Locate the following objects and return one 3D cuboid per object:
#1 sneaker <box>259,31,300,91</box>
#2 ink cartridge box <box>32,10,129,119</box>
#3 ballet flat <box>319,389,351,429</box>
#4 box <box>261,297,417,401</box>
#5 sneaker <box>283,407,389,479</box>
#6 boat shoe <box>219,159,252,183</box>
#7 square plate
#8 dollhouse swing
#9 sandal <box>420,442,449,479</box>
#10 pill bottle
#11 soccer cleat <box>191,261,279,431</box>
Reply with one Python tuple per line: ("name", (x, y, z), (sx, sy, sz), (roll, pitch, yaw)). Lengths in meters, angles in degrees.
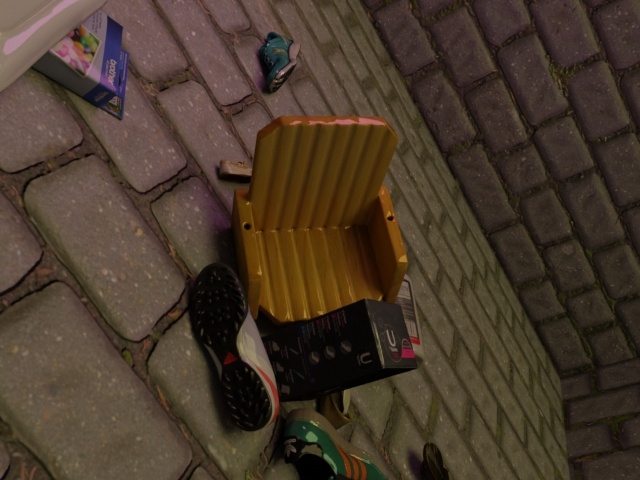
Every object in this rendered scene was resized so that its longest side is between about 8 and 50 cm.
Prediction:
("sneaker", (-0.136, -0.532, 1.724), (0.110, 0.107, 0.275), (30, 36, -21))
("ink cartridge box", (-0.459, -0.370, 1.038), (0.311, 0.065, 0.186), (33, 42, -49))
("ballet flat", (0.034, 0.320, 1.348), (0.080, 0.073, 0.232), (33, 42, -47))
("box", (0.036, 0.233, 1.205), (0.165, 0.270, 0.143), (17, 54, -55))
("sneaker", (0.029, 0.476, 1.192), (0.302, 0.108, 0.121), (44, 34, -22))
("boat shoe", (-0.185, -0.164, 1.367), (0.135, 0.050, 0.045), (4, 71, -60))
("square plate", (-0.532, -0.425, 0.863), (0.344, 0.049, 0.347), (39, 41, -21))
("dollhouse swing", (0.018, -0.036, 1.185), (0.346, 0.305, 0.315), (-3, 63, -19))
("sandal", (0.311, 0.640, 1.612), (0.219, 0.060, 0.090), (61, 30, -41))
("pill bottle", (0.175, 0.189, 1.589), (0.176, 0.176, 0.318), (35, 40, -45))
("soccer cleat", (-0.157, 0.197, 1.102), (0.116, 0.108, 0.318), (47, 22, -76))
